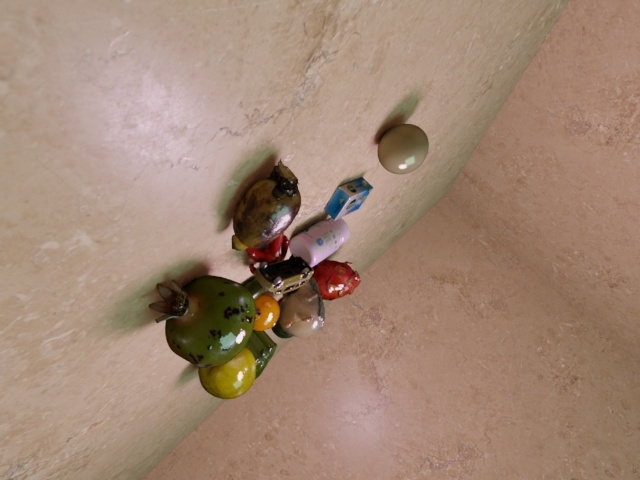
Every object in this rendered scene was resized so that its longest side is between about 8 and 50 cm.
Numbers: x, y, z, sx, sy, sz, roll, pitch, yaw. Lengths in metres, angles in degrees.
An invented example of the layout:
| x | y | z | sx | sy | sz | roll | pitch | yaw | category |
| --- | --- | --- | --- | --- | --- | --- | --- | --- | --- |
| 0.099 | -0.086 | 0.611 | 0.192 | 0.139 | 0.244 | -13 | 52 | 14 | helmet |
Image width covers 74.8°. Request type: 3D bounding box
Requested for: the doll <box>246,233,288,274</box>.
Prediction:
| x | y | z | sx | sy | sz | roll | pitch | yaw | category |
| --- | --- | --- | --- | --- | --- | --- | --- | --- | --- |
| -0.190 | 0.068 | 1.590 | 0.188 | 0.099 | 0.384 | -39 | 158 | -18 | doll |

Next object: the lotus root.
| x | y | z | sx | sy | sz | roll | pitch | yaw | category |
| --- | --- | --- | --- | --- | --- | --- | --- | --- | --- |
| -0.154 | -0.075 | 1.183 | 0.314 | 0.141 | 0.169 | -51 | 160 | 27 | lotus root |

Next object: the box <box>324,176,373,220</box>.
| x | y | z | sx | sy | sz | roll | pitch | yaw | category |
| --- | --- | --- | --- | --- | --- | --- | --- | --- | --- |
| 0.122 | -0.179 | 1.785 | 0.194 | 0.073 | 0.139 | -28 | 158 | -48 | box |

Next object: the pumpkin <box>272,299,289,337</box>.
| x | y | z | sx | sy | sz | roll | pitch | yaw | category |
| --- | --- | --- | --- | --- | --- | --- | --- | --- | --- |
| -0.161 | 0.428 | 2.420 | 0.300 | 0.207 | 0.300 | -41 | 179 | -1 | pumpkin |

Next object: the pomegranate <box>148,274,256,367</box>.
| x | y | z | sx | sy | sz | roll | pitch | yaw | category |
| --- | --- | --- | --- | --- | --- | --- | --- | --- | --- |
| -0.339 | 0.229 | 1.275 | 0.290 | 0.290 | 0.323 | -40 | 156 | -20 | pomegranate |

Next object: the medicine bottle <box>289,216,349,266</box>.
| x | y | z | sx | sy | sz | roll | pitch | yaw | category |
| --- | --- | --- | --- | --- | --- | --- | --- | --- | --- |
| 0.000 | 0.000 | 1.788 | 0.254 | 0.152 | 0.152 | -33 | 161 | -38 | medicine bottle |

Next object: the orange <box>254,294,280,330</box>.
| x | y | z | sx | sy | sz | roll | pitch | yaw | category |
| --- | --- | --- | --- | --- | --- | --- | --- | --- | --- |
| -0.275 | 0.344 | 1.982 | 0.178 | 0.155 | 0.178 | -52 | 163 | -22 | orange |

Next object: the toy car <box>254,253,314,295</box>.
| x | y | z | sx | sy | sz | roll | pitch | yaw | category |
| --- | --- | --- | --- | --- | --- | --- | --- | --- | --- |
| -0.143 | 0.138 | 1.547 | 0.256 | 0.101 | 0.125 | -14 | 142 | -52 | toy car |

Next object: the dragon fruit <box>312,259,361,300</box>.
| x | y | z | sx | sy | sz | roll | pitch | yaw | category |
| --- | --- | --- | --- | --- | --- | --- | --- | --- | --- |
| 0.060 | 0.222 | 2.392 | 0.314 | 0.251 | 0.250 | -4 | -172 | 31 | dragon fruit |

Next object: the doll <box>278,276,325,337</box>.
| x | y | z | sx | sy | sz | roll | pitch | yaw | category |
| --- | --- | --- | --- | --- | --- | --- | --- | --- | --- |
| -0.095 | 0.309 | 2.091 | 0.247 | 0.247 | 0.350 | -55 | -163 | 35 | doll |

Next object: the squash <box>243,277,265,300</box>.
| x | y | z | sx | sy | sz | roll | pitch | yaw | category |
| --- | --- | --- | --- | --- | --- | --- | --- | --- | --- |
| -0.341 | 0.246 | 1.665 | 0.331 | 0.087 | 0.087 | -32 | 160 | -37 | squash |

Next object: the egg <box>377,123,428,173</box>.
| x | y | z | sx | sy | sz | roll | pitch | yaw | category |
| --- | --- | --- | --- | --- | --- | --- | --- | --- | --- |
| 0.322 | -0.357 | 1.626 | 0.241 | 0.186 | 0.186 | -45 | 169 | -43 | egg |

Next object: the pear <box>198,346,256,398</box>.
| x | y | z | sx | sy | sz | roll | pitch | yaw | category |
| --- | --- | --- | --- | --- | --- | --- | --- | --- | --- |
| -0.456 | 0.650 | 2.085 | 0.294 | 0.294 | 0.294 | -41 | 165 | -14 | pear |

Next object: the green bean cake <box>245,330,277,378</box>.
| x | y | z | sx | sy | sz | roll | pitch | yaw | category |
| --- | --- | --- | --- | --- | --- | --- | --- | --- | --- |
| -0.418 | 0.695 | 2.411 | 0.319 | 0.218 | 0.335 | -34 | 163 | -38 | green bean cake |
